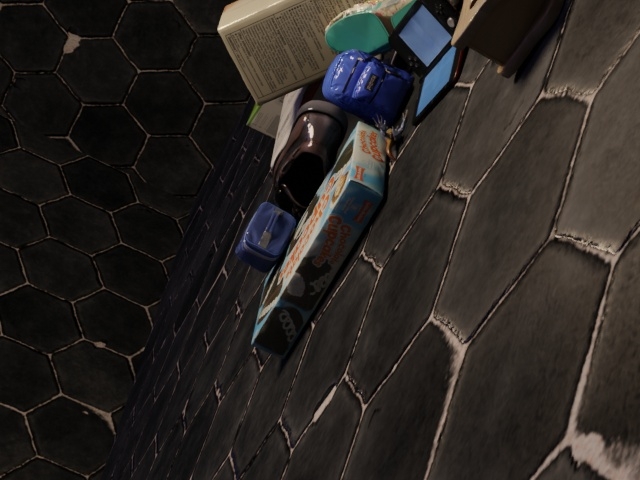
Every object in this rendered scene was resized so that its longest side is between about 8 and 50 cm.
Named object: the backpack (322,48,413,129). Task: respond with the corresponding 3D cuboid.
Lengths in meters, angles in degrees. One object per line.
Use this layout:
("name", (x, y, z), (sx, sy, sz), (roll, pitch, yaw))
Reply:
("backpack", (0.070, -0.236, 1.937), (0.098, 0.120, 0.101), (-65, 10, -6))

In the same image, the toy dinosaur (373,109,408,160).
("toy dinosaur", (0.095, -0.151, 1.849), (0.082, 0.047, 0.090), (75, -154, -78))

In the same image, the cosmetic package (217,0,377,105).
("cosmetic package", (0.003, -0.353, 2.058), (0.296, 0.153, 0.129), (-20, 26, 13))

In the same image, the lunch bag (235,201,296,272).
("lunch bag", (-0.081, -0.010, 1.981), (0.065, 0.067, 0.098), (-53, 11, 53))

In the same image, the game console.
("game console", (0.138, -0.250, 1.749), (0.085, 0.124, 0.144), (-40, -3, -31))

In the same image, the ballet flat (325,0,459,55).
("ballet flat", (0.115, -0.337, 1.933), (0.241, 0.091, 0.077), (-11, 27, 40))

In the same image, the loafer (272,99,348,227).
("loafer", (-0.027, -0.098, 2.032), (0.302, 0.109, 0.095), (106, 180, -56))

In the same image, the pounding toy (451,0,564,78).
("pounding toy", (0.186, -0.322, 1.463), (0.154, 0.154, 0.270), (-44, 23, 52))

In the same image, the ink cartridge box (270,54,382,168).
("ink cartridge box", (0.014, -0.242, 2.244), (0.197, 0.114, 0.273), (-59, 14, 30))

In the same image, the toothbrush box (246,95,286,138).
("toothbrush box", (-0.037, -0.380, 2.803), (0.206, 0.122, 0.283), (-49, 18, 56))

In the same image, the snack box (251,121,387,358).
("snack box", (0.000, 0.000, 1.901), (0.322, 0.060, 0.187), (-59, 11, 29))
